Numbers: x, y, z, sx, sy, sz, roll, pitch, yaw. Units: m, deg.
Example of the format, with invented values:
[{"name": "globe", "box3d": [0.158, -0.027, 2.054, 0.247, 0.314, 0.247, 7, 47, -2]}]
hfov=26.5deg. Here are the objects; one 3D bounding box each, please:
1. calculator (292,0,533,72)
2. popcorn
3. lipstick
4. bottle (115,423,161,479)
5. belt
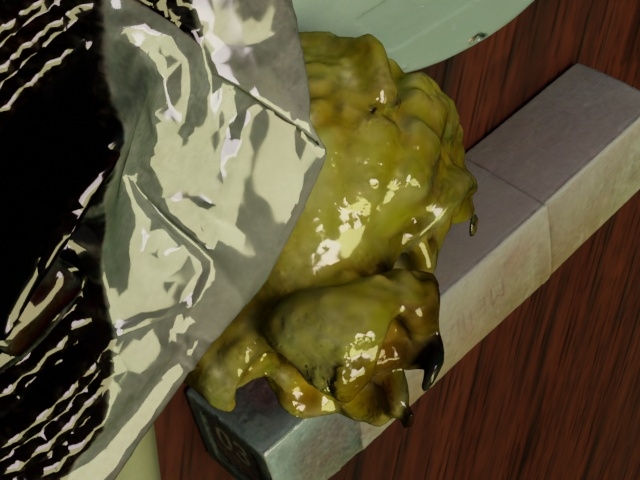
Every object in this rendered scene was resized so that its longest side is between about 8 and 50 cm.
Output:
[{"name": "calculator", "box3d": [0.028, -0.157, 0.646, 0.184, 0.042, 0.295, -30, 155, 15]}, {"name": "popcorn", "box3d": [-0.001, 0.002, 0.688, 0.168, 0.173, 0.195, 110, -14, -72]}, {"name": "lipstick", "box3d": [0.080, 0.021, 0.891, 0.371, 0.079, 0.076, -40, 142, -23]}, {"name": "bottle", "box3d": [-0.123, 0.086, 0.703, 0.072, 0.072, 0.202, -31, 139, -32]}, {"name": "belt", "box3d": [-0.118, -0.012, 0.516, 0.184, 0.164, 0.289, 40, 82, -29]}]
